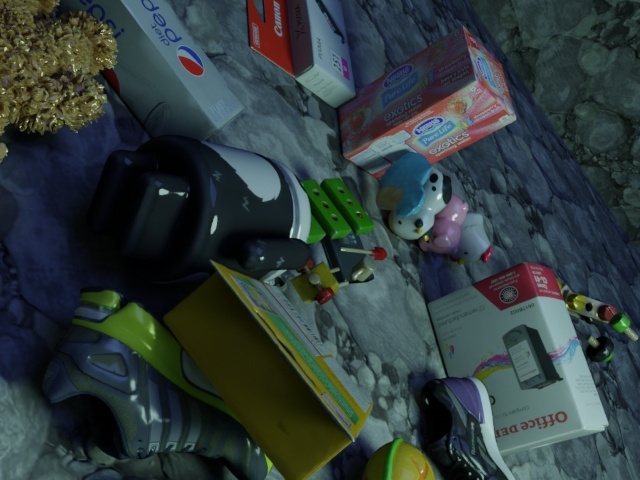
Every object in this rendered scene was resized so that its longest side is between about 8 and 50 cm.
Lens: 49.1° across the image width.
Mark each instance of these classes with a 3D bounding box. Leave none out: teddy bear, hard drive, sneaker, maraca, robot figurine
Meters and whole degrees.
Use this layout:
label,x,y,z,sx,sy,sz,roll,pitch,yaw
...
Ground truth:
label,x,y,z,sx,sy,sz,roll,pitch,yaw
teddy bear,-0.338,-0.203,0.737,0.245,0.113,0.338,56,32,-6
hard drive,0.040,0.008,1.194,0.094,0.022,0.135,1,66,-55
sneaker,-0.083,0.056,0.986,0.083,0.032,0.037,27,69,-46
maraca,0.114,0.353,0.979,0.185,0.099,0.127,66,32,-45
robot figurine,-0.132,-0.034,0.840,0.278,0.173,0.209,6,61,-53
sneaker,-0.164,0.180,0.723,0.300,0.111,0.121,49,59,-29
sneaker,0.232,0.365,1.153,0.124,0.107,0.283,7,56,-36

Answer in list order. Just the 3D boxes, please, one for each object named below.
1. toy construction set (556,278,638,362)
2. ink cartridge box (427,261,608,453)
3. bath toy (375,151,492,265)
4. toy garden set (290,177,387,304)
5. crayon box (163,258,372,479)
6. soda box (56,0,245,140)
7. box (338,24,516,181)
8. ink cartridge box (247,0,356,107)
label,x,y,z,sx,sy,sz,roll,pitch,yaw
toy construction set,0.488,0.158,1.568,0.237,0.257,0.309,42,15,-8
ink cartridge box,0.355,0.223,1.290,0.131,0.226,0.306,16,53,-49
bath toy,0.244,-0.035,1.413,0.348,0.151,0.129,32,17,-48
toy garden set,0.000,0.000,1.072,0.244,0.049,0.204,-10,59,-52
crayon box,-0.045,0.136,0.747,0.203,0.083,0.323,50,-1,11
soda box,-0.235,-0.254,0.931,0.286,0.098,0.091,54,32,-14
box,0.195,-0.248,1.344,0.154,0.300,0.142,26,48,-42
ink cartridge box,-0.040,-0.427,1.375,0.239,0.060,0.275,28,46,-44
